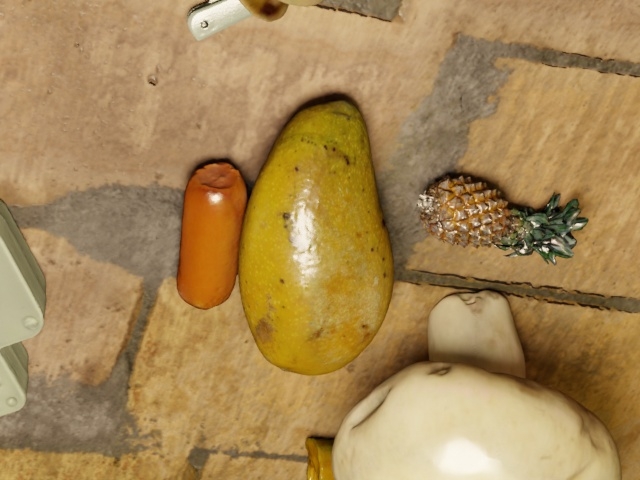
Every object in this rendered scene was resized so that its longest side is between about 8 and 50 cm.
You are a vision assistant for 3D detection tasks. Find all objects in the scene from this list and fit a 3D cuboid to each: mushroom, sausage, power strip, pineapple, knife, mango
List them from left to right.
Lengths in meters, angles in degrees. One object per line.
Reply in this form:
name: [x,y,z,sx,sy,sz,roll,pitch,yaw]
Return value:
power strip: [-0.431,0.105,1.526,0.230,0.141,0.261,-18,123,3]
sausage: [-0.128,0.000,1.550,0.076,0.076,0.197,1,126,-12]
knife: [-0.070,-0.266,1.404,0.162,0.023,0.044,-26,127,7]
mango: [-0.002,0.005,1.524,0.176,0.176,0.329,11,125,14]
mushroom: [0.181,0.273,1.631,0.353,0.353,0.325,7,117,-16]
pineapple: [0.215,-0.029,1.593,0.221,0.083,0.103,12,122,-22]

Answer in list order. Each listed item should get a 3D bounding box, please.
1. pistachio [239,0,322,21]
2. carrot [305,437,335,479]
pistachio: [-0.072,-0.311,1.306,0.130,0.131,0.206,-10,129,44]
carrot: [0.123,0.340,1.818,0.302,0.114,0.114,9,122,-15]
